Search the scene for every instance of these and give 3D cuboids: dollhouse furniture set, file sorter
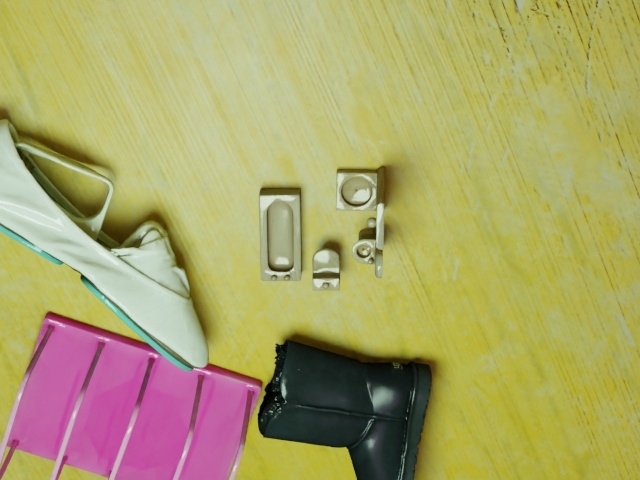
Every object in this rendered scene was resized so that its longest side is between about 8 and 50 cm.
[{"bbox_3d":[0.000,0.000,1.620,0.151,0.123,0.144,0,113,2],"label":"dollhouse furniture set"},{"bbox_3d":[-0.247,0.257,1.705,0.291,0.182,0.202,19,112,-6],"label":"file sorter"}]

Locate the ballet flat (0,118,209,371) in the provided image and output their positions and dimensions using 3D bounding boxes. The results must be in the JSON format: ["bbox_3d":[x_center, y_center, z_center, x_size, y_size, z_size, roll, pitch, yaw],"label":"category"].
[{"bbox_3d":[-0.265,0.000,1.638,0.400,0.139,0.139,39,109,-12],"label":"ballet flat"}]

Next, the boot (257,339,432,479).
[{"bbox_3d":[0.020,0.253,1.740,0.207,0.094,0.246,8,106,-5],"label":"boot"}]
